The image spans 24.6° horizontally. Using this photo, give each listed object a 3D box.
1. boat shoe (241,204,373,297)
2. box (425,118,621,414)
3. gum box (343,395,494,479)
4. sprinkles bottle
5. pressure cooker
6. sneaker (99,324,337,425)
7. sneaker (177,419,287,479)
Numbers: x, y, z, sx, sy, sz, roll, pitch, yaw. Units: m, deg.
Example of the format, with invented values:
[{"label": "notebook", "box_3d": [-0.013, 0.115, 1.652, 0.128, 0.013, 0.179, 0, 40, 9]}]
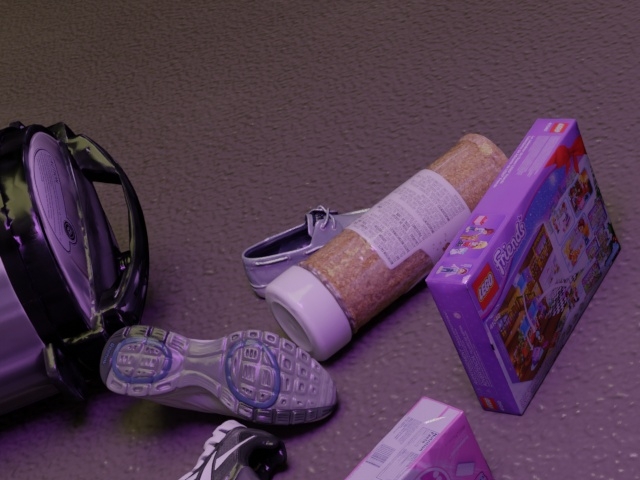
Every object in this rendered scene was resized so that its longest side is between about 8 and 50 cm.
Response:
[{"label": "boat shoe", "box_3d": [-0.001, 0.000, 1.998, 0.227, 0.081, 0.079, -25, 32, 2]}, {"label": "box", "box_3d": [0.240, 0.025, 1.683, 0.057, 0.201, 0.293, 4, 43, 38]}, {"label": "gum box", "box_3d": [0.094, 0.262, 1.533, 0.188, 0.107, 0.062, -43, 36, -25]}, {"label": "sprinkles bottle", "box_3d": [0.097, 0.005, 1.885, 0.355, 0.121, 0.121, -38, 34, -18]}, {"label": "pressure cooker", "box_3d": [-0.432, 0.040, 1.979, 0.420, 0.370, 0.375, -21, 8, 7]}, {"label": "sneaker", "box_3d": [-0.117, 0.167, 1.807, 0.297, 0.129, 0.111, 10, 76, 16]}, {"label": "sneaker", "box_3d": [-0.115, 0.295, 1.659, 0.106, 0.078, 0.234, -1, 38, 37]}]
